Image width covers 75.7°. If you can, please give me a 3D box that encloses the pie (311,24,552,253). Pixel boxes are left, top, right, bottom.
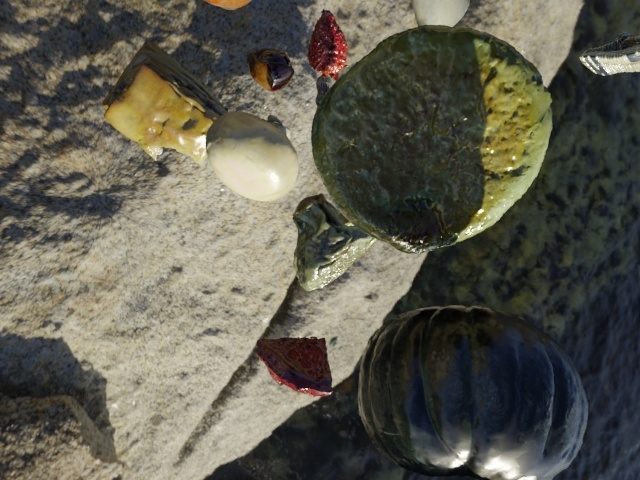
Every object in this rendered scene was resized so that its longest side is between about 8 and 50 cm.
[{"bbox_3d":[0.125,-0.118,0.503,0.276,0.078,0.277,3,110,10],"label":"pie"}]

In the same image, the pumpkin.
[{"bbox_3d":[0.146,0.155,0.423,0.220,0.220,0.162,23,64,-28],"label":"pumpkin"}]

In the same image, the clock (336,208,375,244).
[{"bbox_3d":[0.120,-0.048,1.483,0.235,0.096,0.308,12,133,-46],"label":"clock"}]

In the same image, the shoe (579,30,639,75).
[{"bbox_3d":[0.546,-0.345,0.750,0.063,0.143,0.071,30,91,-25],"label":"shoe"}]

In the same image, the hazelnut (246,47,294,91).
[{"bbox_3d":[-0.194,-0.672,1.594,0.170,0.160,0.202,1,53,-60],"label":"hazelnut"}]

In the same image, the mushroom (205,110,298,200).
[{"bbox_3d":[-0.156,-0.218,1.029,0.246,0.246,0.202,48,66,-24],"label":"mushroom"}]

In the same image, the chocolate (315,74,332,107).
[{"bbox_3d":[0.015,-0.606,1.704,0.072,0.072,0.167,7,76,-29],"label":"chocolate"}]

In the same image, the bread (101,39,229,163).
[{"bbox_3d":[-0.498,-0.394,1.295,0.370,0.314,0.191,48,29,-12],"label":"bread"}]

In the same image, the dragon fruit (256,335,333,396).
[{"bbox_3d":[-0.110,0.471,1.668,0.330,0.302,0.240,27,68,-9],"label":"dragon fruit"}]

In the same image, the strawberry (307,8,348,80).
[{"bbox_3d":[0.032,-0.752,1.596,0.174,0.228,0.098,23,47,7],"label":"strawberry"}]

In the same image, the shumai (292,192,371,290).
[{"bbox_3d":[0.000,0.000,1.185,0.225,0.222,0.261,-21,151,-50],"label":"shumai"}]

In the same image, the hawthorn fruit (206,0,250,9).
[{"bbox_3d":[-0.204,-0.616,0.866,0.199,0.251,0.200,-1,93,-20],"label":"hawthorn fruit"}]

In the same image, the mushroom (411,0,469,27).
[{"bbox_3d":[0.182,-0.626,0.834,0.397,0.126,0.177,52,47,-29],"label":"mushroom"}]
